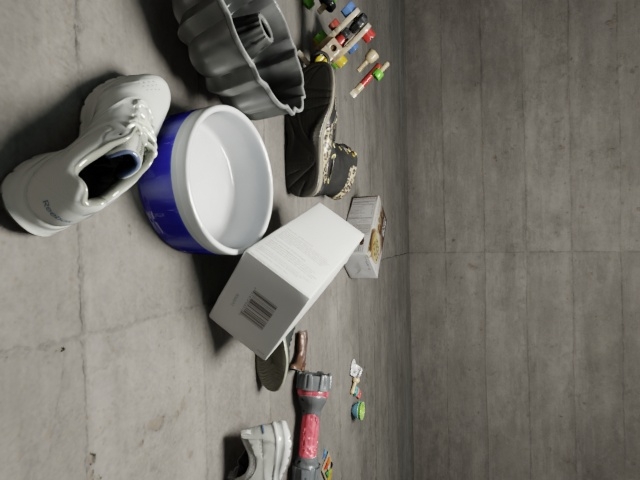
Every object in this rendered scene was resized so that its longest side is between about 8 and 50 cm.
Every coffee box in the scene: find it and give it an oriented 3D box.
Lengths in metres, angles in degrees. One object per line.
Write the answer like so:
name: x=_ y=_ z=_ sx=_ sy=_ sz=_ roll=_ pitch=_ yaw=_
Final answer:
coffee box: x=0.176 y=-0.017 z=1.604 sx=0.168 sy=0.119 sz=0.297 roll=62 pitch=35 yaw=-46

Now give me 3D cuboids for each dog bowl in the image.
dog bowl: x=-0.195 y=-0.105 z=0.735 sx=0.265 sy=0.104 sz=0.264 roll=-1 pitch=90 yaw=-67

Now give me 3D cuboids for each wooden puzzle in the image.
wooden puzzle: x=0.025 y=0.758 z=1.343 sx=0.078 sy=0.014 sz=0.116 roll=-66 pitch=146 yaw=-46

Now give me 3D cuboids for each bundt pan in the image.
bundt pan: x=-0.155 y=-0.380 z=0.767 sx=0.331 sy=0.124 sz=0.330 roll=-16 pitch=90 yaw=-70

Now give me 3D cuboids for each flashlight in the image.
flashlight: x=-0.030 y=0.523 z=1.115 sx=0.103 sy=0.103 sz=0.303 roll=17 pitch=73 yaw=-39

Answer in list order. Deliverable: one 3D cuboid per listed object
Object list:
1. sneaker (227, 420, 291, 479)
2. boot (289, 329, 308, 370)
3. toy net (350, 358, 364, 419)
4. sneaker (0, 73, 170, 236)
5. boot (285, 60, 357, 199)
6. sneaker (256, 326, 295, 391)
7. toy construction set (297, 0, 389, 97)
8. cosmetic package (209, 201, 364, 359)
sneaker: x=-0.145 y=0.516 z=0.864 sx=0.105 sy=0.116 sz=0.280 roll=-151 pitch=-109 yaw=-73
boot: x=-0.060 y=0.306 z=1.128 sx=0.106 sy=0.037 sz=0.114 roll=55 pitch=41 yaw=-71
toy net: x=0.157 y=0.596 z=1.627 sx=0.122 sy=0.045 sz=0.231 roll=3 pitch=86 yaw=-67
sneaker: x=-0.266 y=-0.125 z=0.535 sx=0.111 sy=0.130 sz=0.296 roll=61 pitch=34 yaw=-46
boot: x=0.017 y=-0.302 z=1.209 sx=0.284 sy=0.138 sz=0.376 roll=4 pitch=89 yaw=-66
sneaker: x=-0.094 y=0.248 z=0.990 sx=0.118 sy=0.083 sz=0.221 roll=11 pitch=78 yaw=-68
toy construction set: x=0.046 y=-0.559 z=1.249 sx=0.237 sy=0.257 sz=0.309 roll=-47 pitch=134 yaw=6
cosmetic package: x=-0.055 y=0.069 z=0.900 sx=0.196 sy=0.155 sz=0.365 roll=-56 pitch=174 yaw=27
